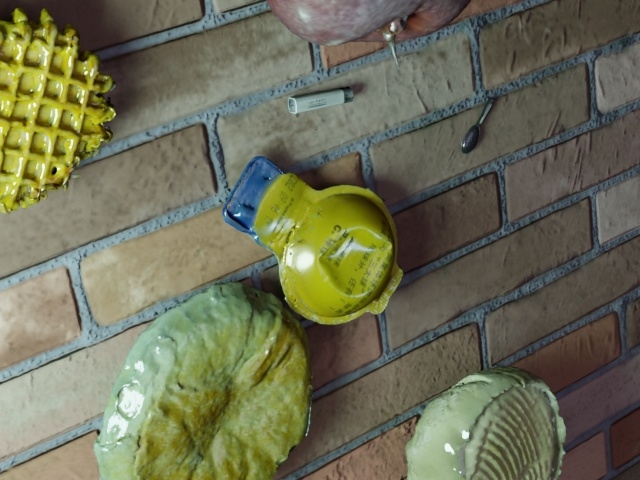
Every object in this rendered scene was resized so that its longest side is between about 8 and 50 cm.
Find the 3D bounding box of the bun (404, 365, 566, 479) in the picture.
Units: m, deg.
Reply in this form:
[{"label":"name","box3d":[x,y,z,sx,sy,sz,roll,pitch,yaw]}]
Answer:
[{"label":"bun","box3d":[0.214,0.289,1.646,0.259,0.152,0.260,-9,103,-45]}]

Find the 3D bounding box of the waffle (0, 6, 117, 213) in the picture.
[{"label":"waffle","box3d":[-0.298,-0.127,1.188,0.193,0.070,0.197,-49,129,-14]}]

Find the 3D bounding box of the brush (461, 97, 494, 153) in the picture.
[{"label":"brush","box3d":[0.207,-0.151,1.590,0.024,0.008,0.083,31,86,-35]}]

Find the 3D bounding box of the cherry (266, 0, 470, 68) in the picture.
[{"label":"cherry","box3d":[0.046,-0.333,1.284,0.261,0.221,0.308,-13,100,-39]}]

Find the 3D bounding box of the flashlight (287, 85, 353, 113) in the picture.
[{"label":"flashlight","box3d":[0.001,-0.165,1.426,0.083,0.018,0.018,-15,114,-32]}]

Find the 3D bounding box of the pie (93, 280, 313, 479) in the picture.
[{"label":"pie","box3d":[-0.126,0.191,1.414,0.306,0.071,0.307,-15,116,-34]}]

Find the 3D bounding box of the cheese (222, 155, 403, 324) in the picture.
[{"label":"cheese","box3d":[0.000,0.000,1.447,0.270,0.069,0.177,35,81,-34]}]
